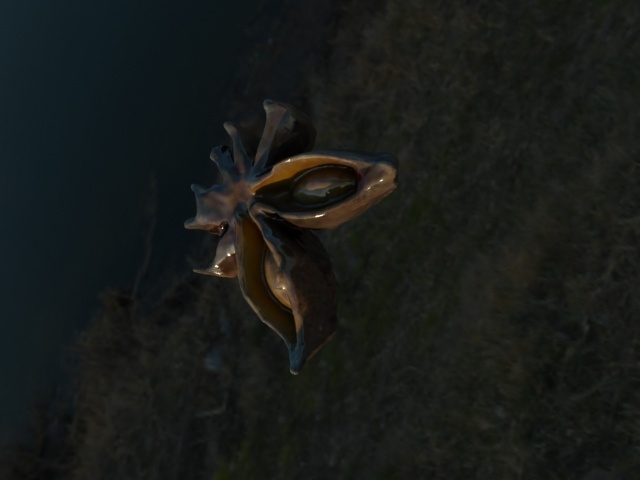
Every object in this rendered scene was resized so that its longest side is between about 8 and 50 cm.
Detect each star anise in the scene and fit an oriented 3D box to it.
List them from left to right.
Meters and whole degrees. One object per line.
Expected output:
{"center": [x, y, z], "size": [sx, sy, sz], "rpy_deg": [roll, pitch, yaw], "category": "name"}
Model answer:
{"center": [0.000, 0.000, 0.722], "size": [0.218, 0.227, 0.148], "rpy_deg": [-13, 85, 30], "category": "star anise"}
